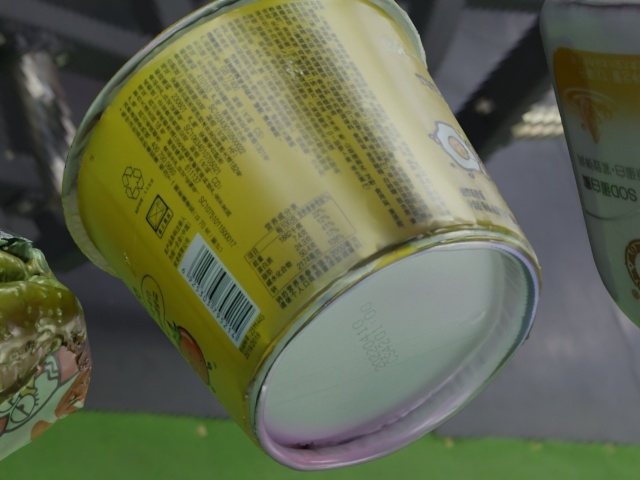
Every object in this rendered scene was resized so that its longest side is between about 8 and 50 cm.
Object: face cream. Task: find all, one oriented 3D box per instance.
[{"bbox_3d":[0.205,-0.007,0.983,0.071,0.144,0.291,-31,118,-29],"label":"face cream"}]

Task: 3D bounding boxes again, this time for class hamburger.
[{"bbox_3d":[-0.271,0.081,1.308,0.125,0.235,0.214,28,37,22],"label":"hamburger"}]

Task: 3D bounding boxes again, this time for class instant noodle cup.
[{"bbox_3d":[0.000,0.000,1.330,0.325,0.325,0.254,21,27,-50],"label":"instant noodle cup"}]
